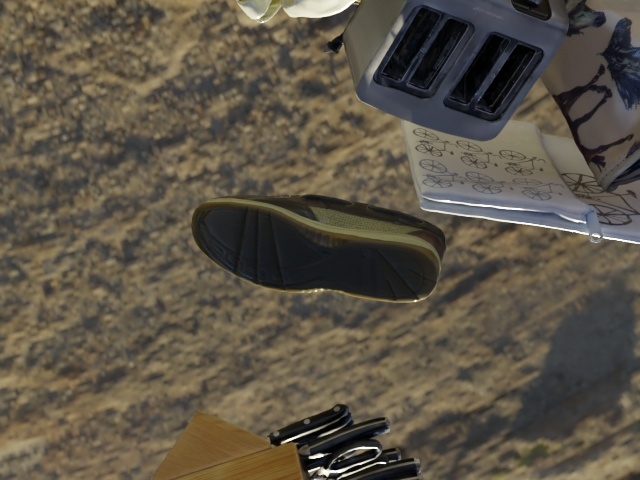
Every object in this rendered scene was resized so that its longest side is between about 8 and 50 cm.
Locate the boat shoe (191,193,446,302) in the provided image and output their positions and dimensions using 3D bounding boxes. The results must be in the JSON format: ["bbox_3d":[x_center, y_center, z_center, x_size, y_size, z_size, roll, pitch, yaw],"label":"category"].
[{"bbox_3d":[0.001,-0.001,1.114,0.223,0.073,0.080,10,121,16],"label":"boat shoe"}]

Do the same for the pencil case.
[{"bbox_3d":[0.288,-0.266,1.353,0.183,0.410,0.160,-31,165,24],"label":"pencil case"}]

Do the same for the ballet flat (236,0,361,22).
[{"bbox_3d":[-0.037,-0.301,1.445,0.107,0.316,0.106,41,66,-42],"label":"ballet flat"}]

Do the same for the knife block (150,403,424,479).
[{"bbox_3d":[-0.043,0.267,1.158,0.276,0.242,0.088,-55,148,-26],"label":"knife block"}]

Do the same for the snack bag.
[{"bbox_3d":[0.261,-0.076,1.431,0.342,0.323,0.037,9,111,-4],"label":"snack bag"}]

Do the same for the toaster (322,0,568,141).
[{"bbox_3d":[0.120,-0.197,1.228,0.168,0.110,0.186,17,129,-20],"label":"toaster"}]
